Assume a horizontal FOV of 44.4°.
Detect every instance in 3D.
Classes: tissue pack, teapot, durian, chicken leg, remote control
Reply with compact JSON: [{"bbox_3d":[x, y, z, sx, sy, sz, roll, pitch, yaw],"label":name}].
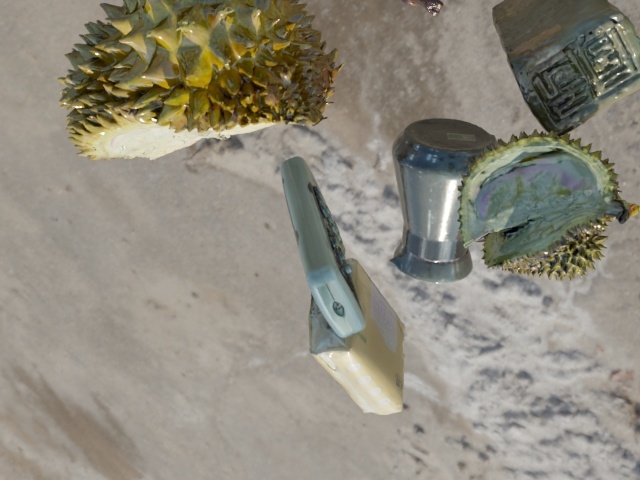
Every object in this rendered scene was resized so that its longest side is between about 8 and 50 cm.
[{"bbox_3d":[0.065,0.158,1.274,0.090,0.186,0.222,-15,137,24],"label":"tissue pack"},{"bbox_3d":[0.304,-0.097,1.853,0.253,0.300,0.344,-121,29,-54],"label":"teapot"},{"bbox_3d":[-0.096,-0.135,0.579,0.249,0.183,0.138,-12,123,47],"label":"durian"},{"bbox_3d":[0.127,-0.408,1.228,0.048,0.089,0.219,-52,60,26],"label":"chicken leg"},{"bbox_3d":[0.297,-0.047,0.971,0.237,0.138,0.193,10,109,49],"label":"durian"},{"bbox_3d":[0.000,0.000,1.133,0.056,0.296,0.140,-22,129,5],"label":"remote control"}]

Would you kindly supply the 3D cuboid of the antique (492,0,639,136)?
[{"bbox_3d":[0.314,-0.264,1.063,0.150,0.284,0.125,-30,115,14],"label":"antique"}]
